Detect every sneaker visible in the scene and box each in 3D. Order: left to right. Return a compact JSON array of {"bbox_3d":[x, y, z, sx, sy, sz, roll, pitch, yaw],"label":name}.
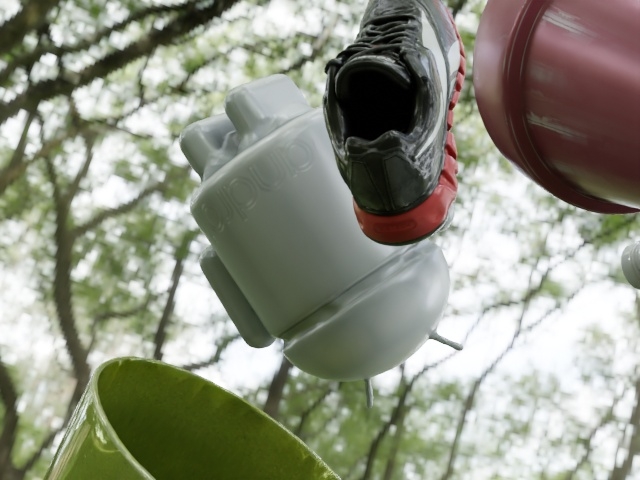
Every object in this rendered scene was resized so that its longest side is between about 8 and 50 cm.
[{"bbox_3d":[0.062,-0.137,1.098,0.097,0.276,0.135,-8,-37,19],"label":"sneaker"}]

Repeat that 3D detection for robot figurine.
[{"bbox_3d":[0.000,0.000,1.371,0.300,0.199,0.353,-36,-93,34],"label":"robot figurine"}]

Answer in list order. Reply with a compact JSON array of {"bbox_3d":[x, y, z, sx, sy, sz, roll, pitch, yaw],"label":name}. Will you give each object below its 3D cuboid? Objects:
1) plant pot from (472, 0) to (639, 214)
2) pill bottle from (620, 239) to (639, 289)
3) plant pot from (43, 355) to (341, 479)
[{"bbox_3d":[0.220,-0.096,0.808,0.201,0.201,0.180,28,9,-27],"label":"plant pot"},{"bbox_3d":[0.338,0.010,1.218,0.065,0.065,0.116,27,-29,-25],"label":"pill bottle"},{"bbox_3d":[-0.144,0.294,1.064,0.274,0.294,0.275,33,11,-7],"label":"plant pot"}]
